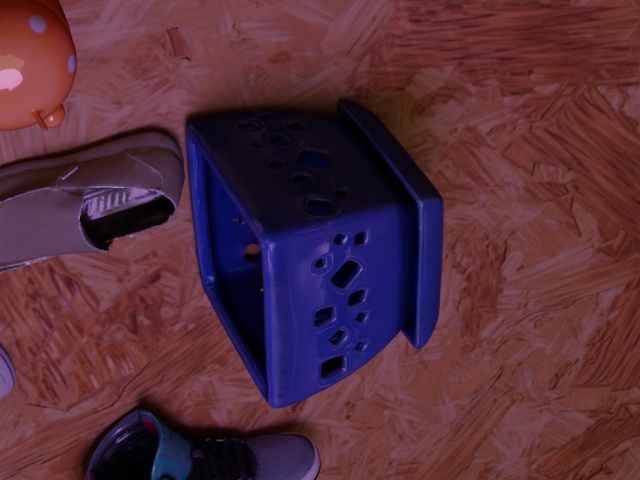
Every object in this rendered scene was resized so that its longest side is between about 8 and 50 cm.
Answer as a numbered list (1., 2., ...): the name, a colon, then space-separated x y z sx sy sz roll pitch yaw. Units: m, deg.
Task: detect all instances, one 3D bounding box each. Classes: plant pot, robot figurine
1. plant pot: 0.000 0.000 1.653 0.212 0.236 0.236 -15 130 -18
2. robot figurine: -0.283 -0.179 1.395 0.128 0.219 0.158 1 126 -22

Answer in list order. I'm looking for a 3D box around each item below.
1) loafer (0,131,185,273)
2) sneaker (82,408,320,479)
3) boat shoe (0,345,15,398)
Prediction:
1. loafer: -0.261 -0.029 1.611 0.269 0.092 0.102 -23 132 -3
2. sneaker: -0.152 0.263 1.877 0.296 0.123 0.178 -20 141 -5
3. boat shoe: -0.408 0.122 1.683 0.083 0.076 0.226 -39 131 11
